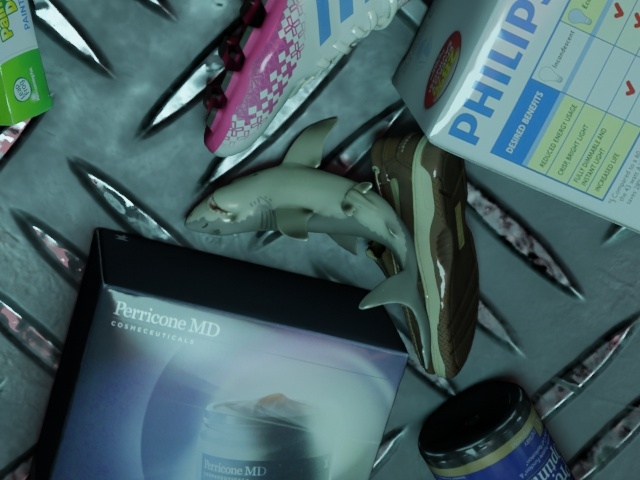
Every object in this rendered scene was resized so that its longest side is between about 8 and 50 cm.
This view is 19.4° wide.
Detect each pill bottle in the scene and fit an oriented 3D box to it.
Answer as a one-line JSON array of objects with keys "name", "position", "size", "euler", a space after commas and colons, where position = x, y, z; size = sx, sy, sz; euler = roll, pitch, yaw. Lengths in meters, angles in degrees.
[{"name": "pill bottle", "position": [0.198, 0.260, 1.879], "size": [0.123, 0.123, 0.219], "euler": [-30, 110, 2]}]

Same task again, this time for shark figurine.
[{"name": "shark figurine", "position": [0.028, -0.003, 1.754], "size": [0.166, 0.278, 0.116], "euler": [-48, 143, -21]}]

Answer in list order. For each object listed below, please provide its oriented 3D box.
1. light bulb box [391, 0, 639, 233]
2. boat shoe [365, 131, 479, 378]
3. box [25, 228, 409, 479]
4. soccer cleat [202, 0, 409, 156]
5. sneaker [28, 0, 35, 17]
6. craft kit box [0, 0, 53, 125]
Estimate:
[{"name": "light bulb box", "position": [0.308, -0.203, 1.690], "size": [0.361, 0.225, 0.358], "euler": [22, 104, -14]}, {"name": "boat shoe", "position": [0.094, 0.011, 1.814], "size": [0.095, 0.095, 0.257], "euler": [8, 117, 26]}, {"name": "box", "position": [-0.107, 0.177, 1.777], "size": [0.296, 0.183, 0.294], "euler": [13, 104, -13]}, {"name": "soccer cleat", "position": [0.008, -0.208, 1.701], "size": [0.143, 0.116, 0.331], "euler": [23, 103, -14]}, {"name": "sneaker", "position": [-0.290, -0.332, 1.625], "size": [0.121, 0.111, 0.300], "euler": [-18, 113, -9]}, {"name": "craft kit box", "position": [-0.355, -0.223, 1.594], "size": [0.061, 0.250, 0.247], "euler": [-35, 119, -44]}]
